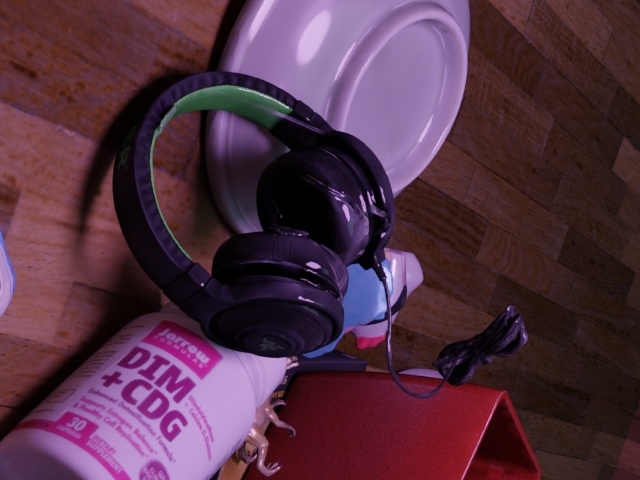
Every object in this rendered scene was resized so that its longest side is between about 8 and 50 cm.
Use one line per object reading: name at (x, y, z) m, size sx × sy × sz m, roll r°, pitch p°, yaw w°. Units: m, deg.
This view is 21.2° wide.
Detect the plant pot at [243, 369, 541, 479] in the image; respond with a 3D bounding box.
plant pot at (0.061, 0.284, 1.836) m, size 0.267 × 0.236 × 0.267 m, roll -63°, pitch 155°, yaw -18°

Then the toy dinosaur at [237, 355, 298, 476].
toy dinosaur at (-0.076, 0.194, 1.740) m, size 0.183 × 0.053 × 0.092 m, roll -54°, pitch 131°, yaw -38°

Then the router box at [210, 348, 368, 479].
router box at (-0.072, 0.237, 1.910) m, size 0.309 × 0.081 × 0.242 m, roll 6°, pitch 101°, yaw -65°

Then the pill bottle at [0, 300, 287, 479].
pill bottle at (-0.160, 0.167, 1.587) m, size 0.283 × 0.160 × 0.160 m, roll -46°, pitch 145°, yaw -44°

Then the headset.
headset at (0.000, 0.000, 1.563) m, size 0.185 × 0.394 × 0.243 m, roll -34°, pitch -159°, yaw 49°

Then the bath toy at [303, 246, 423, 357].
bath toy at (0.028, 0.064, 1.909) m, size 0.348 × 0.151 × 0.129 m, roll 2°, pitch 99°, yaw -80°

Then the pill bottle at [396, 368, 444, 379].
pill bottle at (0.133, 0.293, 2.322) m, size 0.121 × 0.121 × 0.216 m, roll -34°, pitch 137°, yaw -53°

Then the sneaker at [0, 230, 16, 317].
sneaker at (-0.295, -0.027, 1.291) m, size 0.237 × 0.085 × 0.086 m, roll 75°, pitch 14°, yaw -45°

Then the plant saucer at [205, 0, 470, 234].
plant saucer at (0.052, -0.157, 1.780) m, size 0.400 × 0.101 × 0.400 m, roll -34°, pitch 138°, yaw -37°
